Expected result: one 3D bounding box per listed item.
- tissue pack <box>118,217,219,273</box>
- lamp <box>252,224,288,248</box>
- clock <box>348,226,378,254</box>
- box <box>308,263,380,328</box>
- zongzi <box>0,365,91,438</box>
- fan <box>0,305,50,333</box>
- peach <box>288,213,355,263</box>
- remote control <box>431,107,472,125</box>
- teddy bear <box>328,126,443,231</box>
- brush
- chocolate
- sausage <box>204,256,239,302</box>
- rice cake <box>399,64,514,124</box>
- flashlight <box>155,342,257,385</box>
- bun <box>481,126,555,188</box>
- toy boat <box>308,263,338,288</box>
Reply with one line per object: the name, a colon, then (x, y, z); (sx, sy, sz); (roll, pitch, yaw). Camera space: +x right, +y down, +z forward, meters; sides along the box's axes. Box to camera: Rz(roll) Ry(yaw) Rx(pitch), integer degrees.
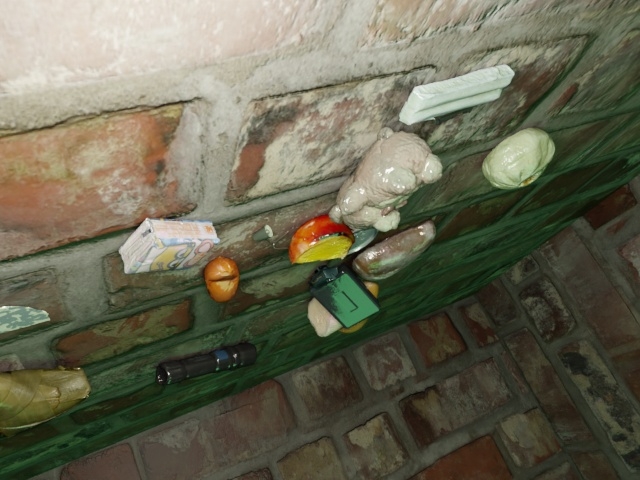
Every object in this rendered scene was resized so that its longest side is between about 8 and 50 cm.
tissue pack: (-0.291, 0.011, 1.039); (0.115, 0.065, 0.155); (-37, 158, 32)
lamp: (-0.120, -0.004, 1.274); (0.054, 0.041, 0.121); (-24, 160, 21)
clock: (0.080, -0.014, 1.455); (0.229, 0.063, 0.155); (-26, 162, -2)
box: (0.083, 0.194, 1.832); (0.160, 0.050, 0.230); (-32, 120, 17)
zongzi: (-0.708, 0.361, 1.325); (0.274, 0.145, 0.300); (-17, 153, -37)
fan: (-0.653, 0.164, 1.063); (0.240, 0.009, 0.131); (-4, 151, -48)
peach: (-0.002, -0.004, 1.326); (0.172, 0.092, 0.127); (-18, 148, -4)
remote control: (0.276, -0.262, 1.125); (0.091, 0.016, 0.034); (-23, 166, -6)
teddy bear: (0.129, -0.111, 1.131); (0.236, 0.151, 0.267); (-21, 157, -34)
brush: (0.088, 0.233, 1.978); (0.166, 0.174, 0.266); (5, 137, -40)
chocolate: (0.256, 0.046, 1.801); (0.303, 0.100, 0.185); (-27, 158, -6)
sausage: (-0.240, 0.094, 1.310); (0.089, 0.089, 0.179); (-19, 156, -20)
rice cake: (0.260, -0.278, 1.024); (0.226, 0.040, 0.085); (-19, 159, -19)
flashlight: (-0.420, 0.466, 2.021); (0.424, 0.103, 0.103); (-4, 151, -48)
bun: (0.541, -0.211, 1.450); (0.195, 0.118, 0.195); (-25, 158, -11)
toy boat: (0.002, 0.118, 1.714); (0.055, 0.060, 0.141); (-14, 164, -32)
